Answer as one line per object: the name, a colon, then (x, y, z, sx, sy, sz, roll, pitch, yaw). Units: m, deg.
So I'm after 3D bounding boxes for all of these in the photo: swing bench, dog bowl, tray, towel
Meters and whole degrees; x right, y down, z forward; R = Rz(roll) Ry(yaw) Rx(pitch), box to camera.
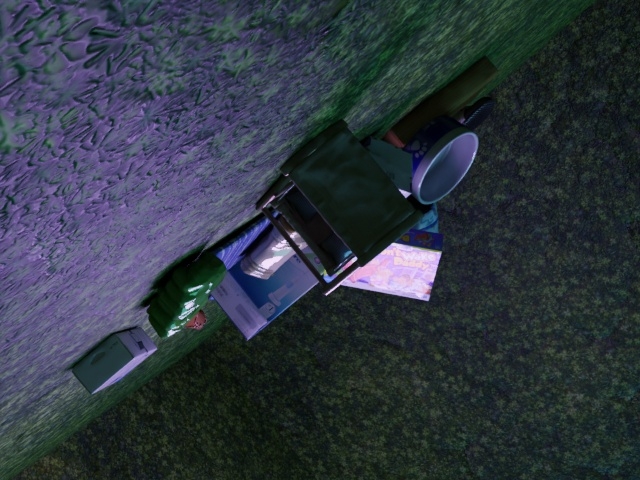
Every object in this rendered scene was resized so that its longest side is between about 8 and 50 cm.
swing bench: (0.031, -0.062, 1.300, 0.165, 0.253, 0.255, -38, 176, -31)
dog bowl: (0.359, -0.247, 1.938, 0.264, 0.104, 0.265, -34, 150, -23)
tray: (0.367, -0.407, 2.007, 0.410, 0.076, 0.203, -38, 176, -14)
towel: (-0.202, 0.006, 1.599, 0.336, 0.040, 0.243, -40, 176, -36)

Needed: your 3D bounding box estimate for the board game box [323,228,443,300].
board game box: (0.190, 0.056, 1.972, 0.233, 0.346, 0.078, 94, 9, -45)

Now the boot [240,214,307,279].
boot: (-0.086, 0.010, 1.699, 0.203, 0.095, 0.262, -45, 166, 23)

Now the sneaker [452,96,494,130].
sneaker: (0.469, -0.431, 2.238, 0.122, 0.146, 0.330, -14, 162, -39)

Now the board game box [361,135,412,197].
board game box: (0.124, -0.144, 1.771, 0.275, 0.144, 0.142, -44, -146, 52)

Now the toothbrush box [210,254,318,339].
toothbrush box: (-0.165, 0.115, 1.841, 0.126, 0.216, 0.295, -41, 177, 39)

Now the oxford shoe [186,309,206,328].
oxford shoe: (-0.434, 0.270, 2.145, 0.076, 0.076, 0.212, -39, 175, 8)

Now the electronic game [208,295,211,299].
electronic game: (-0.279, 0.119, 2.063, 0.229, 0.048, 0.229, -40, 176, -3)

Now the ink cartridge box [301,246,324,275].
ink cartridge box: (0.000, 0.000, 2.253, 0.272, 0.198, 0.115, -37, 176, -31)

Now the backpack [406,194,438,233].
backpack: (0.218, -0.070, 2.089, 0.355, 0.274, 0.290, -7, -163, 31)

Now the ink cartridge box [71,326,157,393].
ink cartridge box: (-0.509, 0.295, 1.570, 0.139, 0.082, 0.191, -40, 178, 0)

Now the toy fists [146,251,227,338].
toy fists: (-0.316, 0.130, 1.427, 0.142, 0.096, 0.279, -50, -178, -39)
